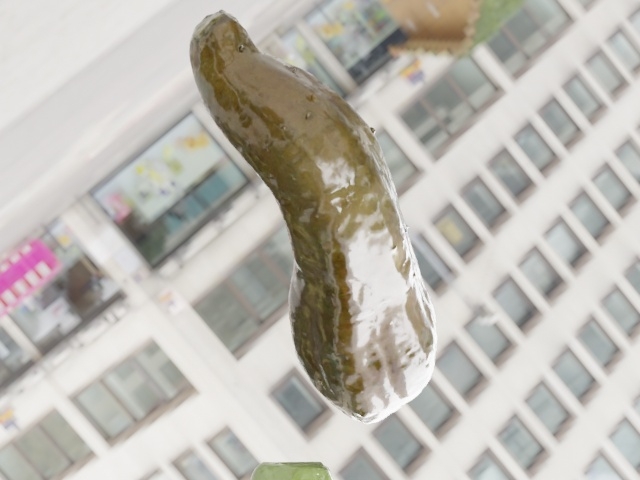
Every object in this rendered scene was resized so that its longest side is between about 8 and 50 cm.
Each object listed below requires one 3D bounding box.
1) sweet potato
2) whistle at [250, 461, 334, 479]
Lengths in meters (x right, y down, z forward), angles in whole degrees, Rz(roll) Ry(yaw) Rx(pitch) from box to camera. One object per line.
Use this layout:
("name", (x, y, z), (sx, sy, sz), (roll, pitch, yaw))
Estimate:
("sweet potato", (0.004, -0.001, 0.655), (0.081, 0.233, 0.062), (4, -139, 33))
("whistle", (-0.012, 0.240, 0.595), (0.106, 0.288, 0.131), (-6, 168, 43))
